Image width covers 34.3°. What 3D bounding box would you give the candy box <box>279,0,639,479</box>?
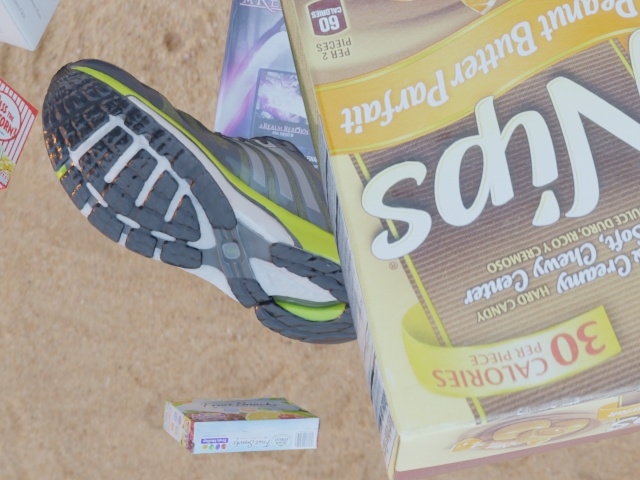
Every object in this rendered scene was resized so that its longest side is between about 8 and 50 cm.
[{"bbox_3d":[0.090,-0.054,0.532,0.183,0.316,0.087,-11,153,-3],"label":"candy box"}]

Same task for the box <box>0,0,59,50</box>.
[{"bbox_3d":[-0.359,-0.299,1.010,0.181,0.182,0.119,18,72,9],"label":"box"}]

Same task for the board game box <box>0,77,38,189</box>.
[{"bbox_3d":[-0.632,-0.213,1.970,0.045,0.193,0.147,-10,143,32],"label":"board game box"}]

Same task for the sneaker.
[{"bbox_3d":[-0.075,-0.038,0.780,0.111,0.121,0.300,-35,121,30],"label":"sneaker"}]

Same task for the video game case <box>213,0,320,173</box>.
[{"bbox_3d":[0.001,-0.175,1.038,0.196,0.026,0.274,8,93,4],"label":"video game case"}]

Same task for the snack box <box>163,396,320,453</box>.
[{"bbox_3d":[-0.085,0.195,1.103,0.141,0.100,0.037,3,93,-26],"label":"snack box"}]
